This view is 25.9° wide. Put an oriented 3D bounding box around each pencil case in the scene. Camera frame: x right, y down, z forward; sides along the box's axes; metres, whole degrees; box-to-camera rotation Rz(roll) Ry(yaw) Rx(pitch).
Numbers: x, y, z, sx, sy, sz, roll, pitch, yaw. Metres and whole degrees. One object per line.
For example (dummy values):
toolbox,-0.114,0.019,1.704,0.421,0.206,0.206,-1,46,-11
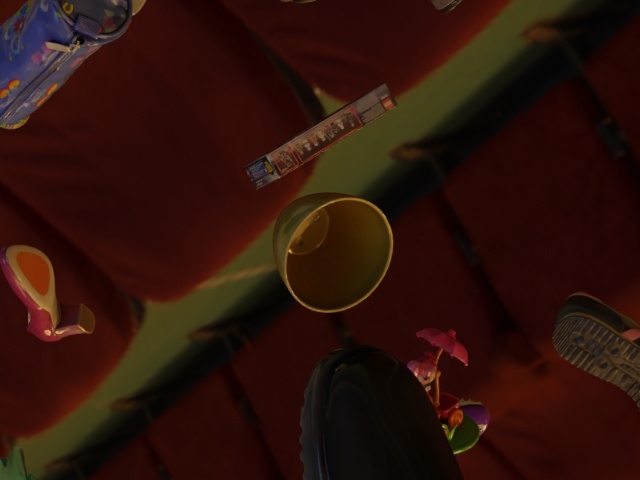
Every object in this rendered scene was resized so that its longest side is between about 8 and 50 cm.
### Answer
pencil case,-0.371,-0.254,1.849,0.119,0.133,0.306,29,141,-28

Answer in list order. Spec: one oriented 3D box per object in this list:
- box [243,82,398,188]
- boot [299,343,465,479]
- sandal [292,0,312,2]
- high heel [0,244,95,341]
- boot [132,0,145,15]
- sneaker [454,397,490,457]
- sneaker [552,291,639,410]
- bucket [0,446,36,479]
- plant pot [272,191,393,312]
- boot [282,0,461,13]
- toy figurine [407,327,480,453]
box,-0.001,-0.098,1.316,0.137,0.027,0.094,-32,-175,-17
boot,0.188,0.238,1.108,0.146,0.367,0.445,-11,176,-38
sandal,-0.073,-0.445,2.135,0.086,0.303,0.120,-24,134,-30
high heel,-0.438,0.079,2.059,0.117,0.082,0.244,-5,154,20
boot,-0.374,-0.340,2.143,0.123,0.095,0.258,-19,-156,41
sneaker,0.138,0.348,1.997,0.293,0.146,0.102,-29,148,-12
sneaker,0.507,0.187,2.178,0.112,0.319,0.131,-48,-171,30
bucket,-0.403,0.330,1.373,0.281,0.183,0.281,-17,172,-2
plant pot,0.000,0.000,1.549,0.134,0.134,0.095,-25,-149,-17
boot,0.089,-0.371,1.853,0.338,0.222,0.118,-35,-156,49
toy figurine,0.141,0.198,1.877,0.173,0.130,0.159,-22,122,-42
